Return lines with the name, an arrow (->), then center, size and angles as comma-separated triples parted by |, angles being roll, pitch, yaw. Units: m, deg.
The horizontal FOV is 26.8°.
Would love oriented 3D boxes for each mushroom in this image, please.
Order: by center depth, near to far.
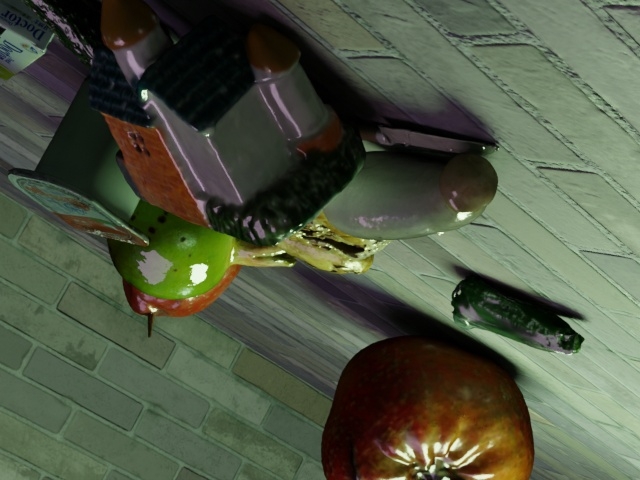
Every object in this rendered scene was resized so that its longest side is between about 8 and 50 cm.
mushroom -> 0.111, -0.053, 1.490 | 0.118, 0.103, 0.270 | 14, 169, -36

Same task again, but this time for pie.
pie -> -0.055, -0.051, 1.811 | 0.339, 0.077, 0.339 | 16, 170, 3

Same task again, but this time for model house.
model house -> -0.124, -0.169, 1.432 | 0.271, 0.190, 0.301 | 22, 150, 45

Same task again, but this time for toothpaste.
toothpaste -> -0.429, -0.277, 1.824 | 0.081, 0.067, 0.336 | 29, 169, -20

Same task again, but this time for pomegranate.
pomegranate -> -0.183, -0.008, 2.092 | 0.301, 0.236, 0.236 | 16, 168, -2

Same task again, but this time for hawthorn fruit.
hawthorn fruit -> -0.251, 0.043, 2.308 | 0.210, 0.262, 0.210 | 30, 167, 7
hawthorn fruit -> 0.189, 0.360, 2.453 | 0.403, 0.403, 0.403 | 27, 168, 6

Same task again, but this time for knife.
knife -> 0.080, -0.116, 1.472 | 0.298, 0.017, 0.047 | 17, 163, 44

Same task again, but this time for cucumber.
cucumber -> -0.265, -0.234, 1.608 | 0.293, 0.067, 0.067 | 46, 161, -26

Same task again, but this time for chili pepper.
chili pepper -> 0.276, 0.110, 1.901 | 0.216, 0.062, 0.108 | 16, 164, 38

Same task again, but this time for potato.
potato -> 0.000, 0.000, 2.008 | 0.170, 0.080, 0.107 | 28, 156, 4

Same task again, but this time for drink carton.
drink carton -> -0.312, -0.119, 1.921 | 0.185, 0.190, 0.191 | 17, 164, 45

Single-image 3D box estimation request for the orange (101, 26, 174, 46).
orange -> -0.213, -0.226, 1.559 | 0.086, 0.062, 0.086 | 24, 166, 6
